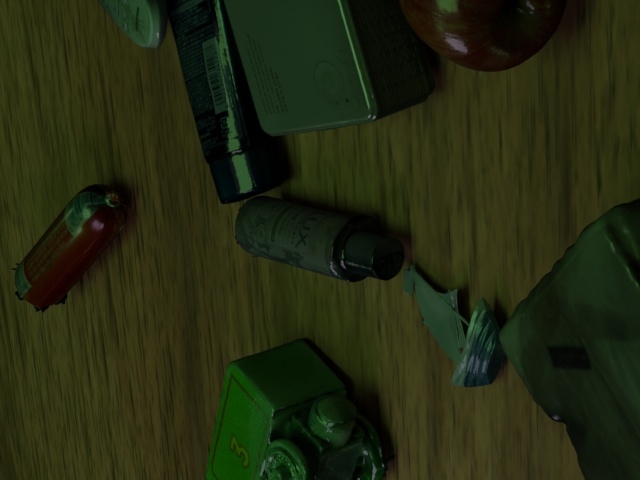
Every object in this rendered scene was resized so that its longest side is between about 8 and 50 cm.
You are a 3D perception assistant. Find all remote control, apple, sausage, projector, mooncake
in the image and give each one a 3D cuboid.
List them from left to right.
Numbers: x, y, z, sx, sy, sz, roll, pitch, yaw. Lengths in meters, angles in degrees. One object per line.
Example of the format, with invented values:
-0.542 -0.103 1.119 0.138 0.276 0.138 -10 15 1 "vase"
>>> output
-0.298 0.001 2.322 0.083 0.083 0.264 61 143 10 "sausage"
-0.226 -0.298 2.077 0.256 0.045 0.097 52 146 35 "remote control"
-0.005 -0.236 1.781 0.192 0.099 0.257 -5 104 53 "projector"
0.132 -0.219 1.572 0.131 0.146 0.146 48 141 42 "apple"
0.283 0.105 1.542 0.250 0.136 0.254 58 149 18 "mooncake"

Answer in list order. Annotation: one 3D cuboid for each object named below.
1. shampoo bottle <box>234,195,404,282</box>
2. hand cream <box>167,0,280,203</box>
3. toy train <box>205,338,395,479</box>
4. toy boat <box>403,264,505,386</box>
0.000 0.000 1.928 0.214 0.072 0.072 14 119 49 "shampoo bottle"
-0.110 -0.176 1.995 0.120 0.061 0.271 -18 88 57 "hand cream"
-0.031 0.240 2.049 0.188 0.132 0.243 45 137 37 "toy train"
0.122 0.089 1.838 0.149 0.034 0.105 20 121 47 "toy boat"
